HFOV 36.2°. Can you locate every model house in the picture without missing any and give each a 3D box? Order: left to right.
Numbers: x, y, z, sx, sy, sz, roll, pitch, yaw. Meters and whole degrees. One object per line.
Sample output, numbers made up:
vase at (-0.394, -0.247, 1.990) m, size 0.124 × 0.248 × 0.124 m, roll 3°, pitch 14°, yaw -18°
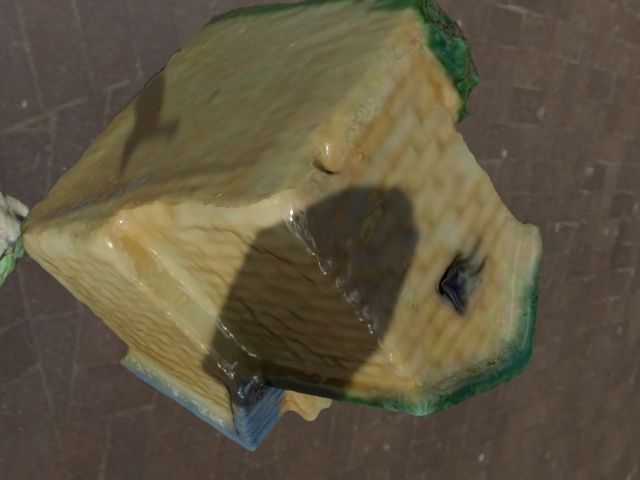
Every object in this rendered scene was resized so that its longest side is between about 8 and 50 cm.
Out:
model house at (0.000, 0.000, 0.909) m, size 0.335 × 0.382 × 0.343 m, roll -53°, pitch 123°, yaw -25°

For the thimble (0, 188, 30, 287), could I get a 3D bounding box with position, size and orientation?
thimble at (-0.460, -0.023, 1.176) m, size 0.150 × 0.219 × 0.219 m, roll -56°, pitch 142°, yaw -11°
